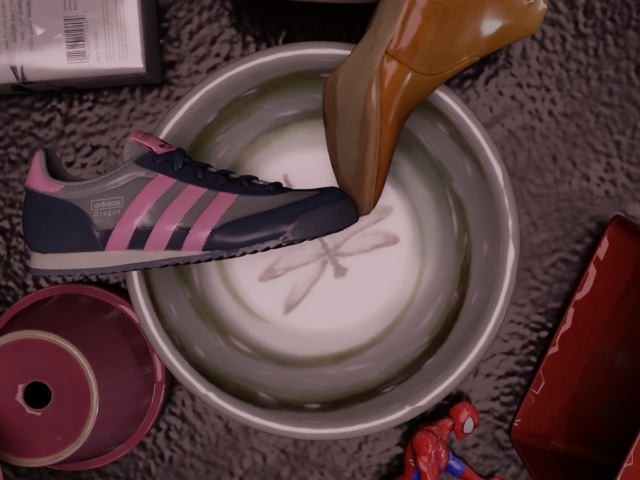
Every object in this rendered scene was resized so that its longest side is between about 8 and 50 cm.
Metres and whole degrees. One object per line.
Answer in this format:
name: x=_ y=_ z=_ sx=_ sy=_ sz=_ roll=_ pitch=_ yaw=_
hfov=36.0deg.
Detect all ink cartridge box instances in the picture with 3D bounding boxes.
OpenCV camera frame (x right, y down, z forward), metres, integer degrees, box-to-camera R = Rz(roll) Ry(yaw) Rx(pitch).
ink cartridge box: x=-0.287 y=-0.240 z=1.034 sx=0.219 sy=0.092 sz=0.160 roll=-4 pitch=90 yaw=2

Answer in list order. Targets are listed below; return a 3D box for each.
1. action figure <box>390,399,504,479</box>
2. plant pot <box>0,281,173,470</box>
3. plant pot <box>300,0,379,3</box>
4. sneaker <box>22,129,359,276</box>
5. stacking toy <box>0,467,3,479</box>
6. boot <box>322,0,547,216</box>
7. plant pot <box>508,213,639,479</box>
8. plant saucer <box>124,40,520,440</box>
action figure: x=0.098 y=0.301 z=1.032 sx=0.139 sy=0.091 sz=0.280 roll=36 pitch=93 yaw=8
plant pot: x=-0.264 y=0.144 z=0.996 sx=0.201 sy=0.180 sz=0.201 roll=0 pitch=91 yaw=3
plant pot: x=-0.013 y=-0.378 z=0.942 sx=0.323 sy=0.323 sz=0.280 roll=5 pitch=109 yaw=2
sneaker: x=-0.126 y=-0.044 z=0.923 sx=0.319 sy=0.112 sz=0.131 roll=-7 pitch=93 yaw=1
stacking toy: x=-0.427 y=0.244 z=0.936 sx=0.309 sy=0.130 sz=0.279 roll=35 pitch=121 yaw=40
boot: x=0.114 y=-0.173 z=0.920 sx=0.211 sy=0.104 sz=0.295 roll=-13 pitch=120 yaw=-24
plant pot: x=0.364 y=0.160 z=0.933 sx=0.235 sy=0.267 sz=0.267 roll=23 pitch=100 yaw=-7
plant saucer: x=0.000 y=0.000 z=1.025 sx=0.400 sy=0.100 sz=0.400 roll=0 pitch=91 yaw=1
